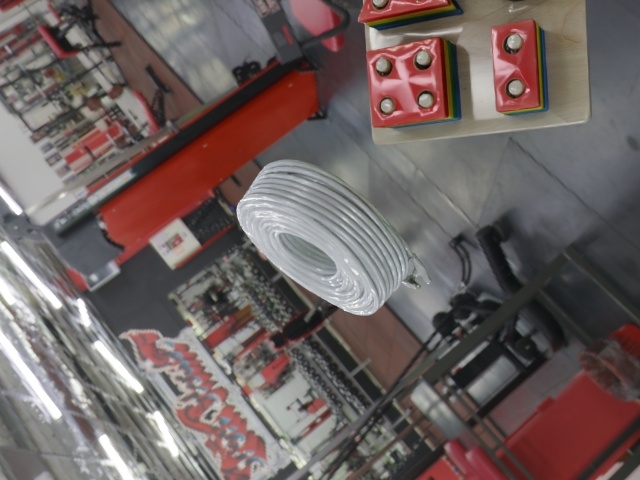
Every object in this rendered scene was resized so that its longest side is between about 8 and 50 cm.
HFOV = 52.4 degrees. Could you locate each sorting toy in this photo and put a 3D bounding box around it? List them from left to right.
[{"bbox_3d":[0.159,-0.249,0.735,0.257,0.089,0.255,-2,95,29],"label":"sorting toy"}]

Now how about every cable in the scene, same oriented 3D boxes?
[{"bbox_3d":[0.000,0.000,0.920,0.257,0.089,0.257,7,144,50],"label":"cable"}]
